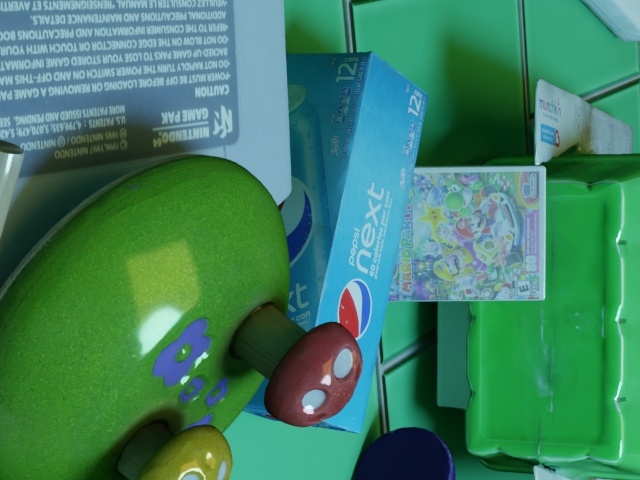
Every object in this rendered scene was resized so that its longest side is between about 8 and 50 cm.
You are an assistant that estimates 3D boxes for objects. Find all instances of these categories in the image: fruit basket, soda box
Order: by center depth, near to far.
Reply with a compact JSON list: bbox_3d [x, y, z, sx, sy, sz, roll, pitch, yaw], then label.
[{"bbox_3d":[0.000,0.000,0.792,0.071,0.067,0.210,28,70,-53],"label":"soda box"},{"bbox_3d":[0.199,0.057,1.053,0.353,0.166,0.327,1,89,-73],"label":"fruit basket"}]

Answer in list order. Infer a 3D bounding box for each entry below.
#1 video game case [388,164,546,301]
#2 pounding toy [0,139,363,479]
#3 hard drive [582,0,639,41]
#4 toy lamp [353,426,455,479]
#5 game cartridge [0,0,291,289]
[{"bbox_3d":[0.083,-0.004,0.878,0.011,0.122,0.087,-69,158,-82],"label":"video game case"},{"bbox_3d":[-0.068,0.064,0.588,0.237,0.110,0.183,4,119,-61],"label":"pounding toy"},{"bbox_3d":[0.220,-0.312,1.115,0.307,0.040,0.203,24,73,-54],"label":"hard drive"},{"bbox_3d":[0.115,0.226,0.977,0.274,0.080,0.080,48,54,-46],"label":"toy lamp"},{"bbox_3d":[-0.118,-0.071,0.624,0.297,0.062,0.198,-15,110,-55],"label":"game cartridge"}]
